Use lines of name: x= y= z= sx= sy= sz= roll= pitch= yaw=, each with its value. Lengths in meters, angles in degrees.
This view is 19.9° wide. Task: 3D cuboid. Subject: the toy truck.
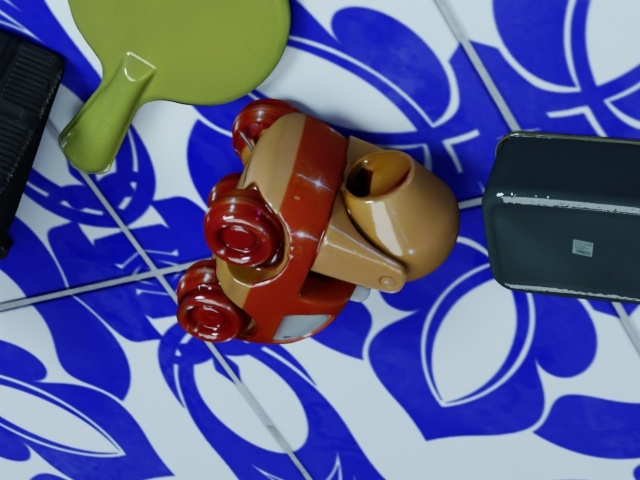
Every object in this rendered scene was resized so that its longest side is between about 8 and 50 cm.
toy truck: x=0.000 y=0.000 z=1.799 sx=0.239 sy=0.189 sz=0.265 roll=20 pitch=138 yaw=-6

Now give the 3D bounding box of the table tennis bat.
table tennis bat: x=-0.165 y=-0.190 z=1.789 sx=0.224 sy=0.054 sz=0.368 roll=32 pitch=133 yaw=-5

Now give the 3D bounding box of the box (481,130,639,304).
box: x=0.256 y=-0.017 z=1.724 sx=0.201 sy=0.090 sz=0.144 roll=7 pitch=135 yaw=19

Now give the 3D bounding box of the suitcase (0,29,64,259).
suitcase: x=-0.388 y=-0.043 z=1.903 sx=0.152 sy=0.229 sz=0.335 roll=23 pitch=137 yaw=-8
